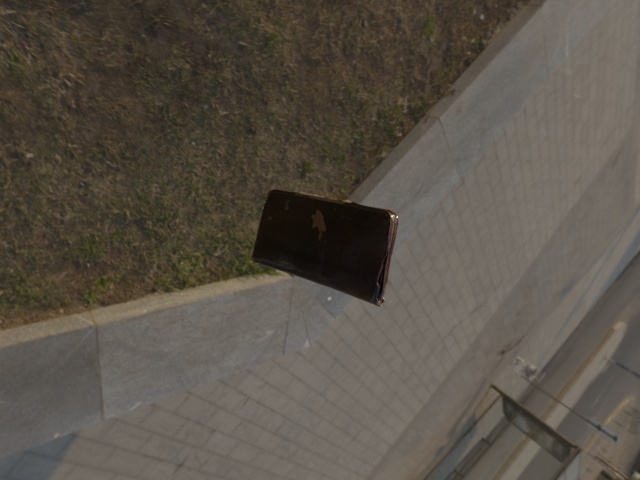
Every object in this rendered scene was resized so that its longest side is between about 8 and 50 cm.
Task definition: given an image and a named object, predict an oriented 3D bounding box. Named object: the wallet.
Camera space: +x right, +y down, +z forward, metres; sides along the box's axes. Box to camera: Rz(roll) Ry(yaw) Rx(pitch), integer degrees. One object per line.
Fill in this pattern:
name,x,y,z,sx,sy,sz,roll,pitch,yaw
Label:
wallet,0.000,0.000,0.465,0.026,0.176,0.095,9,93,-49
